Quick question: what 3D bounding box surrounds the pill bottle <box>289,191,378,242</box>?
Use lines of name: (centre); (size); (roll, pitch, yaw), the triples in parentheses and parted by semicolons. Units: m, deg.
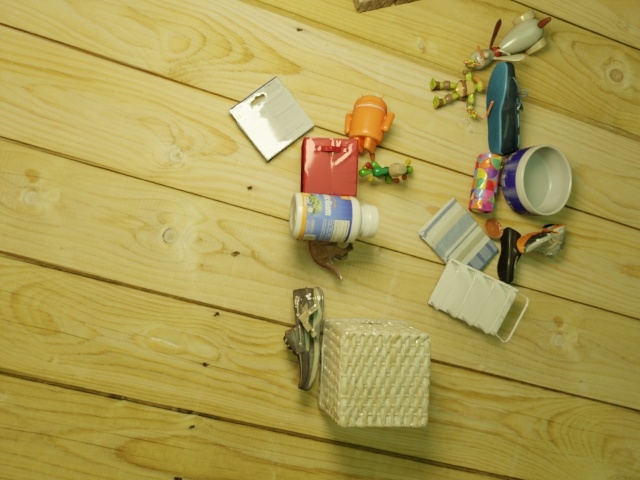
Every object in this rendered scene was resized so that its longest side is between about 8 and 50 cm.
pill bottle: (0.043, -0.071, 1.561); (0.272, 0.152, 0.152); (3, 87, -13)

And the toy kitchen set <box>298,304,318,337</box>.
toy kitchen set: (-0.022, 0.266, 1.594); (0.075, 0.068, 0.083); (-36, 81, -6)

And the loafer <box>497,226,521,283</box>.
loafer: (0.735, 0.060, 1.847); (0.078, 0.080, 0.220); (9, 86, -9)

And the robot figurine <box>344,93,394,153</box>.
robot figurine: (0.174, -0.424, 1.736); (0.128, 0.158, 0.220); (13, 81, -25)

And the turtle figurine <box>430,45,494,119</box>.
turtle figurine: (0.531, -0.585, 1.830); (0.217, 0.087, 0.270); (-8, 102, -2)

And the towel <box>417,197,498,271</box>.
towel: (0.525, 0.002, 1.836); (0.209, 0.034, 0.285); (-45, 98, -11)

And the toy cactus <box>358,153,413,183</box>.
toy cactus: (0.252, -0.257, 1.721); (0.218, 0.180, 0.112); (5, 92, -20)

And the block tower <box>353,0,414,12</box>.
block tower: (0.279, -0.937, 1.795); (0.335, 0.091, 0.097); (-15, 91, -11)

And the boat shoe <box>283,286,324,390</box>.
boat shoe: (-0.063, 0.336, 1.682); (0.130, 0.132, 0.356); (5, 78, 0)

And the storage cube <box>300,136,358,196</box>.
storage cube: (0.024, -0.240, 1.663); (0.183, 0.215, 0.193); (1, 91, -6)

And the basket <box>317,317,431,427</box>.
basket: (0.179, 0.447, 1.641); (0.328, 0.266, 0.331); (4, 89, -11)

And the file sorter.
file sorter: (0.559, 0.213, 1.722); (0.277, 0.173, 0.193); (26, 96, 3)

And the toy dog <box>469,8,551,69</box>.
toy dog: (0.744, -0.758, 1.838); (0.220, 0.161, 0.334); (40, 82, -6)

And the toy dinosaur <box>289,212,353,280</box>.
toy dinosaur: (0.000, 0.000, 1.697); (0.200, 0.127, 0.296); (-10, 94, -11)

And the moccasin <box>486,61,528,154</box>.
moccasin: (0.708, -0.500, 1.842); (0.116, 0.138, 0.342); (-6, 108, -12)

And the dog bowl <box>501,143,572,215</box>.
dog bowl: (0.820, -0.225, 1.831); (0.264, 0.104, 0.265); (-1, 93, -25)

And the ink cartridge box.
ink cartridge box: (-0.172, -0.430, 1.717); (0.223, 0.045, 0.224); (-38, 94, -10)

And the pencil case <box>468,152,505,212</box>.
pencil case: (0.631, -0.218, 1.831); (0.104, 0.104, 0.236); (14, 87, -10)

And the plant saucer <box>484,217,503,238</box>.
plant saucer: (0.666, -0.045, 1.862); (0.083, 0.013, 0.084); (7, 68, -19)

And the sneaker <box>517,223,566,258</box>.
sneaker: (0.856, 0.021, 1.840); (0.262, 0.099, 0.121); (-19, 100, -28)
